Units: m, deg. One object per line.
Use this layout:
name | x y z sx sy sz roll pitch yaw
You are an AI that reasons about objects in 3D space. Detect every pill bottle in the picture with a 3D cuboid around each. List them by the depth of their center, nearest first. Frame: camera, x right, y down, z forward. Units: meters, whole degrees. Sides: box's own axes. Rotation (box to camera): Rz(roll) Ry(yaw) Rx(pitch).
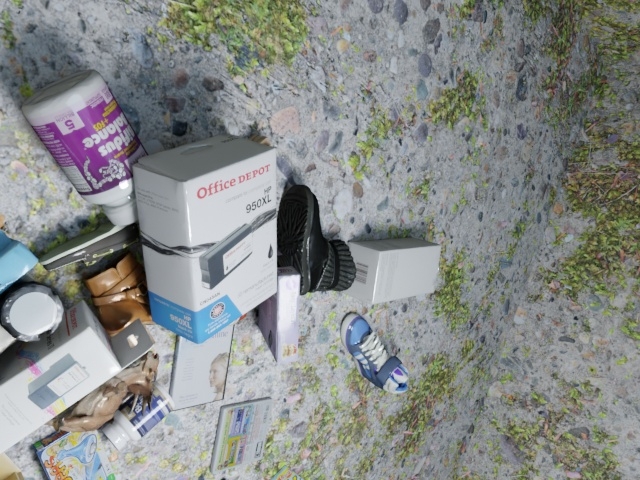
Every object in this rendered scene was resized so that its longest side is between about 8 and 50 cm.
pill bottle | -0.462 -0.185 1.150 0.169 0.169 0.301 -44 129 -27
pill bottle | -0.464 0.448 1.395 0.169 0.094 0.094 -40 128 -30

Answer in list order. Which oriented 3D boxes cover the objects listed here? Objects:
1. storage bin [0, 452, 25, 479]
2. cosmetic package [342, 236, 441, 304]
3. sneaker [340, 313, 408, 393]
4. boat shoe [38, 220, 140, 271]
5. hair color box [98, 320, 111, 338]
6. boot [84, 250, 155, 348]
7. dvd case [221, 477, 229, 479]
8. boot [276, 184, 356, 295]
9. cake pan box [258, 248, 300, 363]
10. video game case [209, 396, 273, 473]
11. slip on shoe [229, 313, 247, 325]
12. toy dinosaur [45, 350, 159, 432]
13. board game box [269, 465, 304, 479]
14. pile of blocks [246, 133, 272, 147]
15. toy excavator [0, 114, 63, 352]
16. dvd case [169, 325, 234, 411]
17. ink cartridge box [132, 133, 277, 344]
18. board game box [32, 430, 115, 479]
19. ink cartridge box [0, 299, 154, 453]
storage bin | -0.684 0.485 1.071 0.123 0.260 0.262 -36 126 -28
cosmetic package | 0.264 0.101 1.975 0.365 0.155 0.197 -3 105 -45
sneaker | 0.218 0.415 1.966 0.130 0.236 0.323 -41 128 -29
boat shoe | -0.508 0.018 1.228 0.228 0.081 0.069 -33 120 -37
hair color box | -0.505 0.239 1.326 0.141 0.043 0.072 23 86 -47
boot | -0.425 0.123 1.346 0.283 0.109 0.220 -38 110 -42
dvd case | -0.270 0.879 1.666 0.239 0.029 0.179 53 45 -11
boot | -0.003 0.000 1.694 0.260 0.131 0.348 -6 104 -47
cake pan box | -0.123 0.172 1.545 0.070 0.246 0.267 -4 105 -20
video game case | -0.245 0.606 1.716 0.193 0.023 0.212 4 100 -46
slip on shoe | -0.214 0.075 1.531 0.101 0.123 0.331 10 96 -68
toy dinosaur | -0.510 0.381 1.290 0.295 0.127 0.200 -35 149 -9
board game box | -0.060 0.903 1.809 0.142 0.275 0.144 -36 125 -32
pile of blocks | -0.244 -0.172 1.413 0.362 0.112 0.149 -22 117 -39
toy excavator | -0.666 -0.003 0.993 0.433 0.222 0.445 -49 123 -25
dvd case | -0.333 0.346 1.548 0.180 0.022 0.253 1 101 -45
ink cartridge box | -0.246 -0.013 1.253 0.285 0.166 0.395 -33 133 -47
board game box | -0.596 0.542 1.335 0.136 0.035 0.201 -29 121 -36
ink cartridge box | -0.531 0.245 1.099 0.353 0.207 0.119 -35 113 -18
